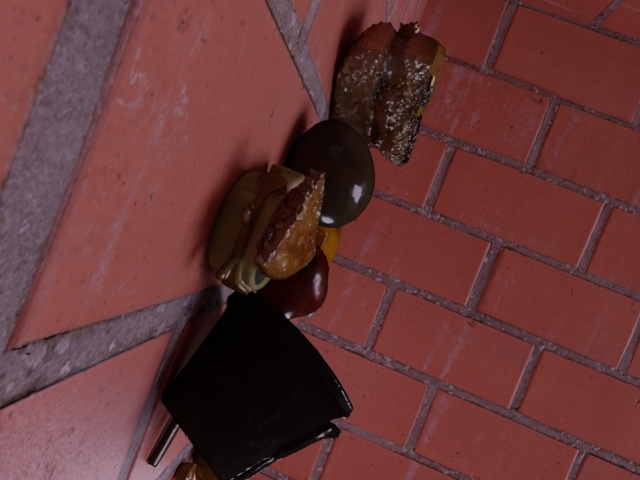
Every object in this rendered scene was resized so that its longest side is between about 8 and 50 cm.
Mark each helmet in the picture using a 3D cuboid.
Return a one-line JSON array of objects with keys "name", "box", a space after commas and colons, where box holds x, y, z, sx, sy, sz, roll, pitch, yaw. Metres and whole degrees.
[{"name": "helmet", "box": [-0.319, 0.675, 1.552, 0.257, 0.140, 0.205, -119, -161, -85]}]

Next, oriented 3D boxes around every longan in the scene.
[{"name": "longan", "box": [0.025, -0.154, 1.175, 0.248, 0.248, 0.248, 22, 90, -85]}]

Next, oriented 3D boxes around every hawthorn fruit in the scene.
[{"name": "hawthorn fruit", "box": [-0.060, 0.082, 1.327, 0.248, 0.208, 0.208, -61, 180, 41]}]

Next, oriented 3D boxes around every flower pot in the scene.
[{"name": "flower pot", "box": [-0.148, 0.306, 0.982, 0.251, 0.379, 0.379, -37, 161, -24]}]

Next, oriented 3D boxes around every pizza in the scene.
[{"name": "pizza", "box": [-0.044, -0.027, 0.840, 0.193, 0.053, 0.201, -66, 162, -1]}]

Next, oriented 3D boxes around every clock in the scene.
[{"name": "clock", "box": [-0.120, -0.021, 0.914, 0.308, 0.096, 0.235, -41, 154, -78]}]

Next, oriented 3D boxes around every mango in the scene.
[{"name": "mango", "box": [0.001, -0.004, 1.941, 0.359, 0.143, 0.187, 89, 21, -70]}]

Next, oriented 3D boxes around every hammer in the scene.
[{"name": "hammer", "box": [-0.274, 0.321, 1.125, 0.111, 0.043, 0.365, 106, 10, -59]}]

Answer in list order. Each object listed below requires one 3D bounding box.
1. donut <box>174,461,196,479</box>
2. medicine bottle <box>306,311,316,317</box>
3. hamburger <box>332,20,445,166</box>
[{"name": "donut", "box": [-0.379, 0.660, 1.387, 0.097, 0.043, 0.108, 13, 98, -84]}, {"name": "medicine bottle", "box": [-0.079, 0.177, 1.728, 0.135, 0.168, 0.135, 23, 90, -84]}, {"name": "hamburger", "box": [0.195, -0.440, 1.402, 0.445, 0.268, 0.287, 91, 23, -64]}]
